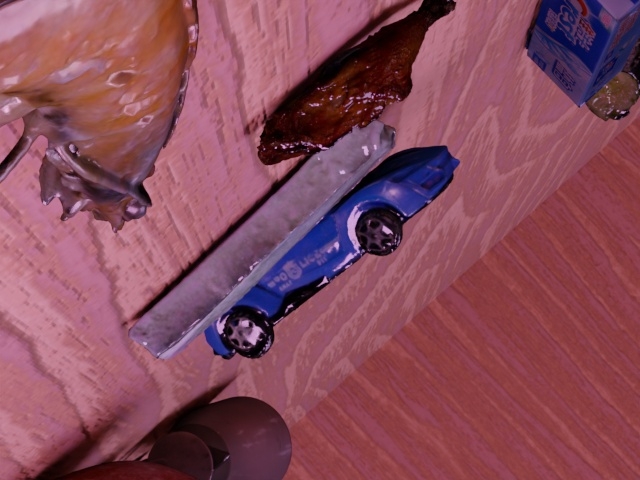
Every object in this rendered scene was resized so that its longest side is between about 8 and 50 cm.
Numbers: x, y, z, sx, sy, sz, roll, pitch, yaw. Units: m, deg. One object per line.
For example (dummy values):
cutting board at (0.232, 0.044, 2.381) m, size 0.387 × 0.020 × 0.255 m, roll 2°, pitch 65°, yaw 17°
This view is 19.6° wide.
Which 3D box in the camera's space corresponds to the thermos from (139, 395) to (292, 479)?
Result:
thermos at (-0.121, 0.216, 1.814) m, size 0.137 × 0.105 × 0.193 m, roll -12°, pitch 177°, yaw 17°

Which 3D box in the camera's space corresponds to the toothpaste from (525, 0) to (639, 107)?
toothpaste at (0.197, -0.161, 1.355) m, size 0.053 × 0.066 × 0.272 m, roll -41°, pitch 173°, yaw -4°

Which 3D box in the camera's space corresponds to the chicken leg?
chicken leg at (0.023, -0.087, 0.988) m, size 0.145 × 0.037 × 0.062 m, roll -40°, pitch -165°, yaw -11°

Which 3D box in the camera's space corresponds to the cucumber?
cucumber at (0.346, -0.233, 1.714) m, size 0.303 × 0.081 × 0.072 m, roll -44°, pitch -143°, yaw -19°

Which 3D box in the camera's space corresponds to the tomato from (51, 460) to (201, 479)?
tomato at (-0.166, 0.290, 1.445) m, size 0.270 × 0.227 × 0.270 m, roll -23°, pitch 156°, yaw -11°

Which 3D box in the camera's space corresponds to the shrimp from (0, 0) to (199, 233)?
shrimp at (-0.102, -0.033, 0.615) m, size 0.143 × 0.052 × 0.251 m, roll -31°, pitch 164°, yaw -7°

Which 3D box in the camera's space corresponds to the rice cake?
rice cake at (-0.035, -0.004, 1.171) m, size 0.211 × 0.034 × 0.043 m, roll -43°, pitch 171°, yaw 6°

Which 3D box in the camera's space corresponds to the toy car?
toy car at (0.000, 0.000, 1.239) m, size 0.216 × 0.063 × 0.103 m, roll -39°, pitch -175°, yaw 25°
